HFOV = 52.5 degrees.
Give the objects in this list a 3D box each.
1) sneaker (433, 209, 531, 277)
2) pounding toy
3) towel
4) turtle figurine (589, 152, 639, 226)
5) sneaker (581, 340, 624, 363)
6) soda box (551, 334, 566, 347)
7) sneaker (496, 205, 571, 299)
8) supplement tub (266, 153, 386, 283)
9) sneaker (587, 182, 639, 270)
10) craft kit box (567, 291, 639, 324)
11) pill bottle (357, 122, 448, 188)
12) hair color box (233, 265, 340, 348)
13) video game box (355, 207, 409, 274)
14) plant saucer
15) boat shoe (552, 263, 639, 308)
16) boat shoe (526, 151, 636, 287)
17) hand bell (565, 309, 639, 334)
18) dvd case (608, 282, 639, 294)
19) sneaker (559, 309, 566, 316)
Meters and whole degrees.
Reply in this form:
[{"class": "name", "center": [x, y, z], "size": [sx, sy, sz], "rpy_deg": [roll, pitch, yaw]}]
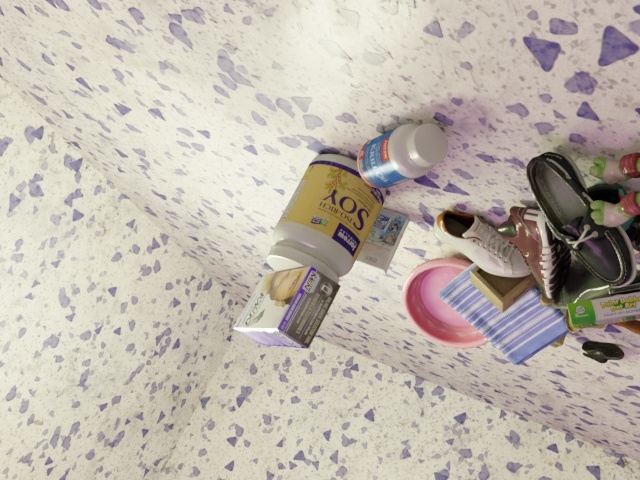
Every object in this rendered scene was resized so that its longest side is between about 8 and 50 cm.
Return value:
[{"class": "sneaker", "center": [0.435, 0.008, 1.718], "size": [0.290, 0.106, 0.123], "rpy_deg": [24, 163, 12]}, {"class": "pounding toy", "center": [0.547, 0.114, 1.771], "size": [0.206, 0.181, 0.094], "rpy_deg": [48, 173, 28]}, {"class": "towel", "center": [0.546, 0.209, 1.931], "size": [0.336, 0.040, 0.243], "rpy_deg": [42, 128, -2]}, {"class": "turtle figurine", "center": [0.551, -0.117, 1.104], "size": [0.198, 0.274, 0.266], "rpy_deg": [64, 158, 1]}, {"class": "sneaker", "center": [0.918, 0.367, 2.106], "size": [0.089, 0.051, 0.170], "rpy_deg": [38, 163, -30]}, {"class": "soda box", "center": [0.713, 0.284, 2.139], "size": [0.181, 0.061, 0.058], "rpy_deg": [26, 161, 3]}, {"class": "sneaker", "center": [0.526, 0.017, 1.622], "size": [0.162, 0.106, 0.281], "rpy_deg": [21, 143, 41]}, {"class": "supplement tub", "center": [0.015, -0.046, 1.792], "size": [0.241, 0.331, 0.241], "rpy_deg": [24, 161, 9]}, {"class": "sneaker", "center": [0.638, -0.031, 1.339], "size": [0.295, 0.124, 0.178], "rpy_deg": [19, 169, 27]}, {"class": "craft kit box", "center": [0.722, 0.160, 1.527], "size": [0.246, 0.061, 0.250], "rpy_deg": [-16, 164, 22]}, {"class": "pill bottle", "center": [0.188, -0.197, 1.489], "size": [0.124, 0.124, 0.221], "rpy_deg": [34, 159, -19]}, {"class": "hair color box", "center": [-0.098, 0.181, 1.733], "size": [0.110, 0.185, 0.339], "rpy_deg": [36, 159, -19]}, {"class": "video game box", "center": [0.136, -0.016, 1.935], "size": [0.205, 0.187, 0.048], "rpy_deg": [20, 163, 22]}, {"class": "plant saucer", "center": [0.426, 0.188, 2.056], "size": [0.332, 0.084, 0.332], "rpy_deg": [12, 124, 19]}, {"class": "boat shoe", "center": [0.690, 0.106, 1.632], "size": [0.103, 0.118, 0.320], "rpy_deg": [9, 157, -15]}, {"class": "boat shoe", "center": [0.501, -0.037, 1.276], "size": [0.114, 0.091, 0.303], "rpy_deg": [-46, 65, 40]}, {"class": "hand bell", "center": [0.828, 0.225, 1.812], "size": [0.242, 0.126, 0.126], "rpy_deg": [15, 161, -3]}, {"class": "dvd case", "center": [0.780, 0.093, 1.432], "size": [0.164, 0.018, 0.221], "rpy_deg": [4, 164, -37]}, {"class": "sneaker", "center": [0.675, 0.285, 2.032], "size": [0.129, 0.111, 0.297], "rpy_deg": [24, 143, -18]}]
